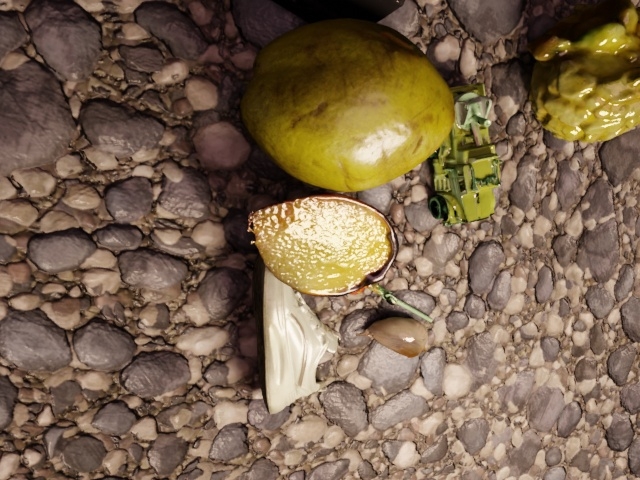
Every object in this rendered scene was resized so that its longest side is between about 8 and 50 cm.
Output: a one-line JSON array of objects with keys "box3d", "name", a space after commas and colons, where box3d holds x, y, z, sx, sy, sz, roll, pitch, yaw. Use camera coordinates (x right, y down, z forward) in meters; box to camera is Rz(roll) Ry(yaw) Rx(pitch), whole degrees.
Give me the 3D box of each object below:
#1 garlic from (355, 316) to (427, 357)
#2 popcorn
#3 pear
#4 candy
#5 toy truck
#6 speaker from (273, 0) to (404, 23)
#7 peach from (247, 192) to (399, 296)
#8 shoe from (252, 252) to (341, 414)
[{"box3d": [0.160, 0.193, 0.910, 0.152, 0.066, 0.084, 25, 103, -24], "name": "garlic"}, {"box3d": [0.521, -0.311, 0.841, 0.271, 0.224, 0.257, -1, 85, -8], "name": "popcorn"}, {"box3d": [0.042, -0.202, 0.693, 0.322, 0.269, 0.268, 8, 99, -8], "name": "pear"}, {"box3d": [0.125, 0.107, 0.893, 0.288, 0.078, 0.084, 33, 121, -29], "name": "candy"}, {"box3d": [0.272, -0.153, 0.841, 0.129, 0.135, 0.259, -13, 108, -13], "name": "toy truck"}, {"box3d": [0.001, -0.442, 0.647, 0.254, 0.232, 0.184, 23, 93, -20], "name": "speaker"}, {"box3d": [0.000, -0.001, 0.742, 0.280, 0.068, 0.189, 25, 106, -30], "name": "peach"}, {"box3d": [-0.038, 0.162, 0.823, 0.160, 0.124, 0.315, -2, 107, -16], "name": "shoe"}]
